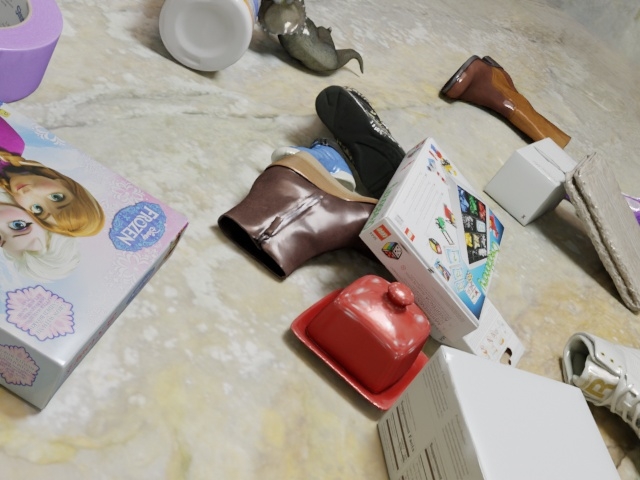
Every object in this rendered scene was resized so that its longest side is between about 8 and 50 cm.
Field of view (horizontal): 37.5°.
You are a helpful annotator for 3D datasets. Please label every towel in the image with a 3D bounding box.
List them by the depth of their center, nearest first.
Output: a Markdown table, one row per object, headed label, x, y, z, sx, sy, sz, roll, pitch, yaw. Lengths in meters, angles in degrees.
| label | x | y | z | sx | sy | sz | roll | pitch | yaw |
| --- | --- | --- | --- | --- | --- | --- | --- | --- | --- |
| towel | 0.540 | -0.020 | 1.740 | 0.187 | 0.049 | 0.282 | -32 | 95 | -56 |

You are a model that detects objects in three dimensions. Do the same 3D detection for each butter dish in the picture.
| label | x | y | z | sx | sy | sz | roll | pitch | yaw |
| --- | --- | --- | --- | --- | --- | --- | --- | --- | --- |
| butter dish | 0.072 | 0.100 | 1.152 | 0.160 | 0.118 | 0.160 | 40 | 31 | 12 |

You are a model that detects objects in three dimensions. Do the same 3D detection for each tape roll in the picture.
| label | x | y | z | sx | sy | sz | roll | pitch | yaw |
| --- | --- | --- | --- | --- | --- | --- | --- | --- | --- |
| tape roll | -0.481 | -0.294 | 1.221 | 0.275 | 0.090 | 0.274 | 23 | 31 | -15 |

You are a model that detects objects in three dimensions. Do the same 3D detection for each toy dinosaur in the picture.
| label | x | y | z | sx | sy | sz | roll | pitch | yaw |
| --- | --- | --- | --- | --- | --- | --- | --- | --- | --- |
| toy dinosaur | -0.031 | -0.380 | 1.765 | 0.313 | 0.121 | 0.160 | 47 | 24 | -40 |

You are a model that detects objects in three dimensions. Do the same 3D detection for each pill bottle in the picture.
| label | x | y | z | sx | sy | sz | roll | pitch | yaw |
| --- | --- | --- | --- | --- | --- | --- | --- | --- | --- |
| pill bottle | -0.179 | -0.409 | 1.605 | 0.152 | 0.152 | 0.272 | 25 | 31 | -14 |

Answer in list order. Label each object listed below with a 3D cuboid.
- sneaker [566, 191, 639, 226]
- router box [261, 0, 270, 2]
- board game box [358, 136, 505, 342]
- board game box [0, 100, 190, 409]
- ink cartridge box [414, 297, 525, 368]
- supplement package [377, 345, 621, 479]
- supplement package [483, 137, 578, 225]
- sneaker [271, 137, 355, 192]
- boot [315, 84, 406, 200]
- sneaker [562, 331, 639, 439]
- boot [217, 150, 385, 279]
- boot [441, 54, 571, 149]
| label | x | y | z | sx | sy | sz | roll | pitch | yaw |
| --- | --- | --- | --- | --- | --- | --- | --- | --- | --- |
| sneaker | 0.578 | -0.064 | 1.897 | 0.105 | 0.095 | 0.236 | -15 | 50 | -44 |
| router box | -0.083 | -0.666 | 1.904 | 0.081 | 0.308 | 0.243 | 6 | 39 | -40 |
| board game box | 0.169 | -0.013 | 1.333 | 0.193 | 0.053 | 0.305 | 50 | 30 | -9 |
| board game box | -0.337 | -0.017 | 0.985 | 0.318 | 0.066 | 0.318 | 32 | 31 | -3 |
| ink cartridge box | 0.209 | 0.121 | 1.347 | 0.179 | 0.045 | 0.145 | 54 | 31 | -1 |
| supplement package | 0.202 | 0.273 | 1.003 | 0.204 | 0.145 | 0.261 | 19 | 34 | -23 |
| supplement package | 0.409 | -0.114 | 1.784 | 0.105 | 0.105 | 0.179 | 45 | 33 | 15 |
| sneaker | -0.017 | -0.125 | 1.442 | 0.152 | 0.058 | 0.084 | 18 | 40 | -33 |
| boot | 0.086 | -0.162 | 1.563 | 0.236 | 0.085 | 0.178 | 53 | 13 | -6 |
| sneaker | 0.434 | 0.239 | 1.320 | 0.169 | 0.108 | 0.292 | 20 | 23 | -19 |
| boot | 0.000 | 0.000 | 1.292 | 0.248 | 0.090 | 0.207 | 40 | 45 | 2 |
| boot | 0.410 | -0.276 | 2.068 | 0.280 | 0.096 | 0.264 | 48 | 25 | 10 |
